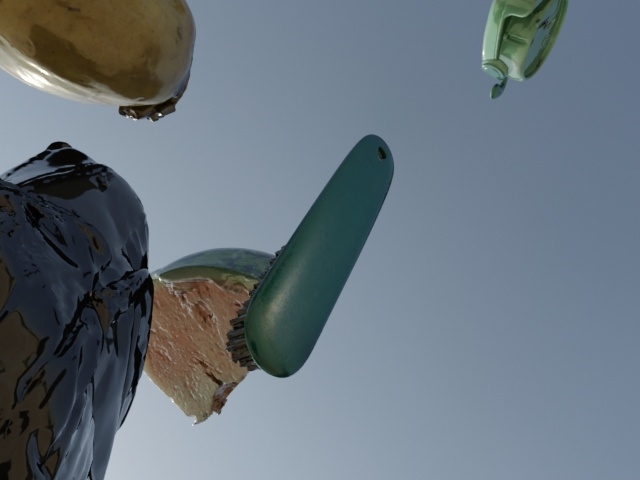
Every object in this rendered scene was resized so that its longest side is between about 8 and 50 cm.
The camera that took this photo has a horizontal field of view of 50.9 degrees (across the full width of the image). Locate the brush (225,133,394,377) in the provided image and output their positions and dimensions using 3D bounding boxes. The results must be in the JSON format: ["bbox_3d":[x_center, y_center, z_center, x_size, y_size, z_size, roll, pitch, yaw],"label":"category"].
[{"bbox_3d":[0.000,0.000,0.379,0.032,0.193,0.043,-22,-64,38],"label":"brush"}]

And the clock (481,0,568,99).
[{"bbox_3d":[0.272,-0.279,0.885,0.060,0.189,0.148,30,-119,23],"label":"clock"}]

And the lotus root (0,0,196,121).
[{"bbox_3d":[-0.267,-0.231,0.687,0.182,0.309,0.183,-7,-101,40],"label":"lotus root"}]

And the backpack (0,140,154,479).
[{"bbox_3d":[-0.273,0.091,0.569,0.254,0.446,0.364,19,-69,-4],"label":"backpack"}]

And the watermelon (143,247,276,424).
[{"bbox_3d":[-0.110,0.101,0.860,0.223,0.180,0.305,6,-38,-32],"label":"watermelon"}]
